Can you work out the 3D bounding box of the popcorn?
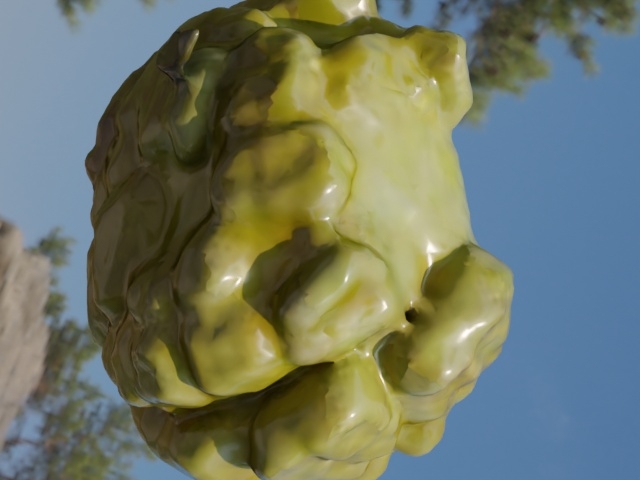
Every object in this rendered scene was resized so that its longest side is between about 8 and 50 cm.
[{"bbox_3d":[-0.010,-0.003,0.442,0.173,0.142,0.173,-162,-90,-81],"label":"popcorn"}]
